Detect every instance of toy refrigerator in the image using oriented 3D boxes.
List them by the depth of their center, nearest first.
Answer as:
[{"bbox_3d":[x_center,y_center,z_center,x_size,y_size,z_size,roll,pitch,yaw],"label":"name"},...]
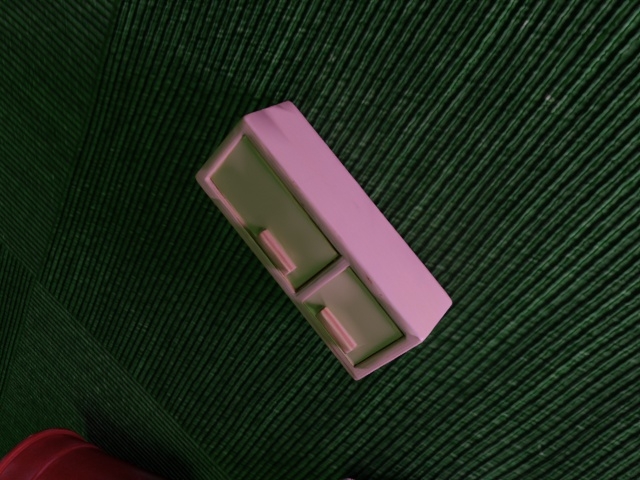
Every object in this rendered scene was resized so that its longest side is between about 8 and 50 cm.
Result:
[{"bbox_3d":[0.000,0.000,0.630,0.269,0.094,0.102,51,128,2],"label":"toy refrigerator"}]

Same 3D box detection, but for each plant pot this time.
[{"bbox_3d":[-0.357,0.464,0.988,0.265,0.272,0.273,5,114,22],"label":"plant pot"}]

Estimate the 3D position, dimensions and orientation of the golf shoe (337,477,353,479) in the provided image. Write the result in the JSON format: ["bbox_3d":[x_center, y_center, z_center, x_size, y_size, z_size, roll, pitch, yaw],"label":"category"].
[{"bbox_3d":[0.073,0.377,0.784,0.086,0.067,0.186,-20,102,13],"label":"golf shoe"}]
